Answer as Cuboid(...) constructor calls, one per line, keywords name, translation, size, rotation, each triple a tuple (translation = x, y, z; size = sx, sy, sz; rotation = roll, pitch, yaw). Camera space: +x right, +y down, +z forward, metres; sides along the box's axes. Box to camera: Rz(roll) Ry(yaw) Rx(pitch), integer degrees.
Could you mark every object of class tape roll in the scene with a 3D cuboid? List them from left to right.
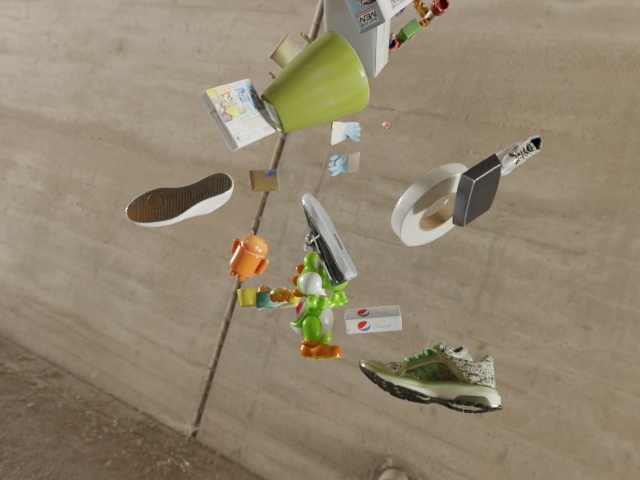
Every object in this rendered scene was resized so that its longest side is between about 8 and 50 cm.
Cuboid(name="tape roll", translation=(0.464, -0.136, 1.763), size=(0.391, 0.392, 0.072), rotation=(17, 31, -50))

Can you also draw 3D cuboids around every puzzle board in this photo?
Cuboid(name="puzzle board", translation=(-0.242, -0.260, 1.886), size=(0.128, 0.097, 0.011), rotation=(0, 23, 14))

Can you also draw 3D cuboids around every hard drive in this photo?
Cuboid(name="hard drive", translation=(0.543, -0.163, 1.513), size=(0.054, 0.171, 0.255), rotation=(49, -18, 34))

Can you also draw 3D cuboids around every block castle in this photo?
Cuboid(name="block castle", translation=(0.357, -1.079, 2.023), size=(0.303, 0.453, 0.213), rotation=(51, -17, -5))

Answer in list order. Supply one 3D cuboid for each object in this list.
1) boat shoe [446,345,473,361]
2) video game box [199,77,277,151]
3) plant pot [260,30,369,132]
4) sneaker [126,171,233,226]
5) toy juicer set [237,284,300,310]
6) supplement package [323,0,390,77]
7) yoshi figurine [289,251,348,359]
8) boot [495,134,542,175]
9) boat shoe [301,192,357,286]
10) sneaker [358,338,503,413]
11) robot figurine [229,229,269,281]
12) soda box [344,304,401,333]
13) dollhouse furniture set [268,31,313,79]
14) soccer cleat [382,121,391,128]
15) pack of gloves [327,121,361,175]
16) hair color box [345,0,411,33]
Cuboid(name="boat shoe", translation=(0.547, 0.495, 1.836), size=(0.118, 0.103, 0.320), rotation=(-27, -28, 38))
Cuboid(name="video game box", translation=(-0.248, -0.391, 1.346), size=(0.048, 0.187, 0.205), rotation=(-17, 16, 39))
Cuboid(name="plant pot", translation=(-0.038, -0.485, 1.433), size=(0.275, 0.293, 0.275), rotation=(53, -12, 16))
Cuboid(name="sneaker", translation=(-0.379, -0.092, 1.207), size=(0.289, 0.106, 0.123), rotation=(-19, -14, -20))
Cuboid(name="toy juicer set", translation=(-0.176, 0.208, 1.656), size=(0.208, 0.090, 0.329), rotation=(-8, -14, 4))
Cuboid(name="supplement package", translation=(0.134, -0.759, 1.576), size=(0.203, 0.145, 0.262), rotation=(17, -41, 19))
Cuboid(name="yoshi figurine", translation=(0.023, 0.211, 1.470), size=(0.202, 0.363, 0.203), rotation=(6, -21, -26))
Cuboid(name="boot", translation=(0.798, -0.354, 1.750), size=(0.095, 0.258, 0.123), rotation=(54, -36, -5))
Cuboid(name="boat shoe", translation=(0.001, 0.000, 1.380), size=(0.104, 0.307, 0.113), rotation=(-30, -2, 17))
Cuboid(name="sneaker", translation=(0.320, 0.378, 1.280), size=(0.409, 0.182, 0.158), rotation=(9, -31, 13))
Cuboid(name="robot figurine", translation=(-0.310, 0.067, 1.868), size=(0.128, 0.220, 0.158), rotation=(20, 19, -38))
Cuboid(name="soda box", translation=(0.204, 0.308, 1.698), size=(0.215, 0.074, 0.069), rotation=(-6, 29, 7))
Cuboid(name="dollhouse furniture set", translation=(-0.124, -0.731, 1.734), size=(0.161, 0.212, 0.242), rotation=(35, 15, -29))
Cuboid(name="soccer cleat", translation=(0.276, -0.489, 1.843), size=(0.035, 0.029, 0.083), rotation=(32, 18, 14))
Cuboid(name="pack of gloves", translation=(0.080, -0.346, 1.632), size=(0.046, 0.195, 0.232), rotation=(16, 21, 29))
Cuboid(name="hair color box", translation=(0.119, -0.828, 1.252), size=(0.113, 0.185, 0.375), rotation=(2, -48, 50))
